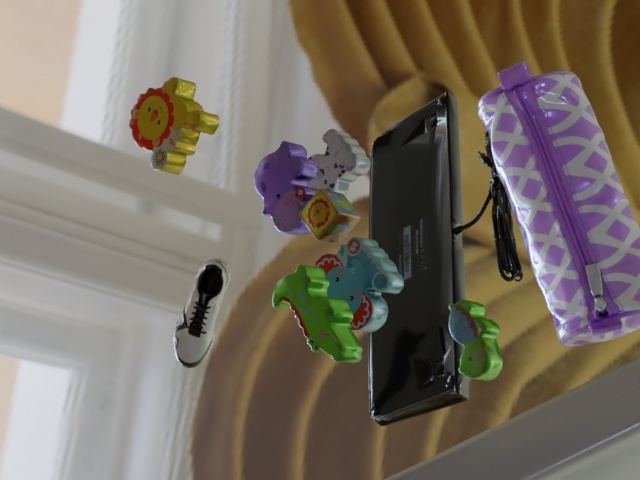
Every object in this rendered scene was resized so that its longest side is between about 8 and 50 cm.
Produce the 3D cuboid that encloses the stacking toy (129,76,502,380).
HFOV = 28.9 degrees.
[{"bbox_3d":[0.000,0.000,0.732,0.052,0.167,0.221,-50,-125,22],"label":"stacking toy"}]

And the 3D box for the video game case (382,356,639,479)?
[{"bbox_3d":[0.175,0.144,0.637,0.329,0.300,0.036,-23,-128,-10],"label":"video game case"}]

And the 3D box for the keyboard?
[{"bbox_3d":[0.117,0.002,1.153,0.201,0.033,0.317,-29,-130,44],"label":"keyboard"}]

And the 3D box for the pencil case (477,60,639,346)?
[{"bbox_3d":[0.179,-0.022,0.894,0.086,0.088,0.206,-26,-107,25],"label":"pencil case"}]

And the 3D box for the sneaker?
[{"bbox_3d":[-0.115,0.068,1.176,0.044,0.040,0.109,105,-1,-86],"label":"sneaker"}]
